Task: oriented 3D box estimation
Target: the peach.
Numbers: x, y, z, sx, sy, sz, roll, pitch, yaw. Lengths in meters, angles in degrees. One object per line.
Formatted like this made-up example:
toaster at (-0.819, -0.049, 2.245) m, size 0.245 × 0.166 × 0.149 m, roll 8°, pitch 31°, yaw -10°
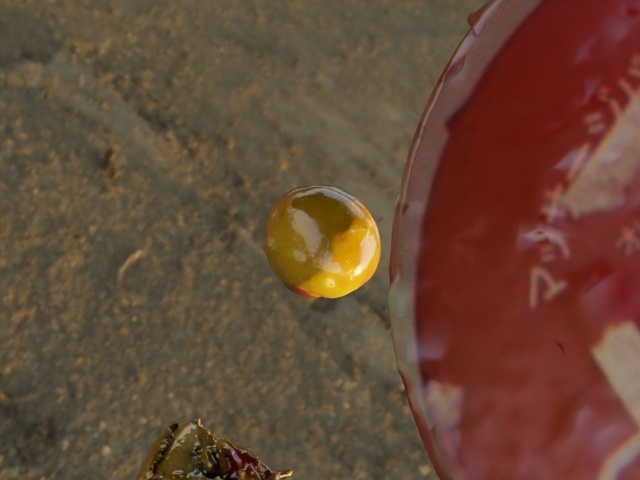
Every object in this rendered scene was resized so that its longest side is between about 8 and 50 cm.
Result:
peach at (0.000, 0.000, 1.448) m, size 0.138 × 0.138 × 0.138 m, roll 26°, pitch 37°, yaw -21°

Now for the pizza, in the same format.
pizza at (-0.078, 0.315, 1.291) m, size 0.288 × 0.074 × 0.251 m, roll 20°, pitch 43°, yaw 13°

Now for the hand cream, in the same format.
hand cream at (0.135, 0.013, 0.373) m, size 0.230 × 0.230 × 0.149 m, roll 46°, pitch 3°, yaw 8°
